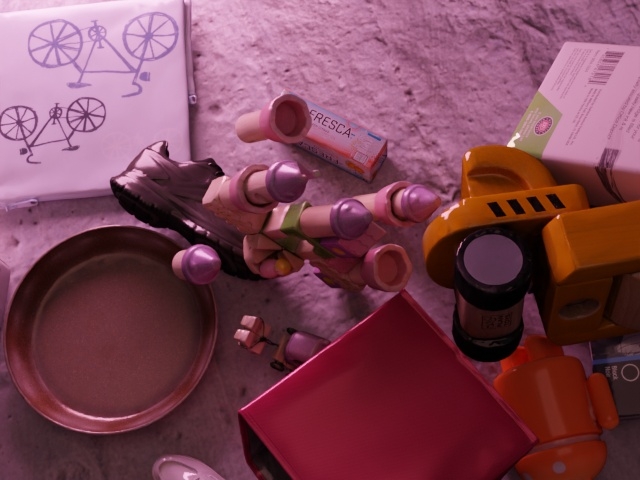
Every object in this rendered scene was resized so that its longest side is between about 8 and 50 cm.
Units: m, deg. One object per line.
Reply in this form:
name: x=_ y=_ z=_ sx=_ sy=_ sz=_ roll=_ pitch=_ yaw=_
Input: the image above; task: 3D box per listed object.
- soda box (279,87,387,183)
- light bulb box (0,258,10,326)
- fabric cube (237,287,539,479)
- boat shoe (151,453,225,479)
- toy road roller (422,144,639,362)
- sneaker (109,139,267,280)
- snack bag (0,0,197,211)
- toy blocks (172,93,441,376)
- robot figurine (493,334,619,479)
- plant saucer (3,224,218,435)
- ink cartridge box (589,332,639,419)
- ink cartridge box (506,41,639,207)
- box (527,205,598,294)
soda box: x=0.012 y=-0.159 z=1.615 sx=0.183 sy=0.063 sz=0.058 roll=29 pitch=74 yaw=12
light bulb box: x=-0.656 y=0.161 z=1.451 sx=0.357 sy=0.225 sz=0.361 roll=4 pitch=71 yaw=5
fabric cube: x=0.075 y=0.266 z=1.344 sx=0.258 sy=0.259 sz=0.254 roll=-37 pitch=71 yaw=-17
boat shoe: x=-0.153 y=0.347 z=1.439 sx=0.184 sy=0.063 sz=0.066 roll=36 pitch=76 yaw=14
toy road roller: x=0.296 y=-0.004 z=1.369 sx=0.329 sy=0.202 sz=0.241 roll=-8 pitch=58 yaw=1
sneaker: x=-0.163 y=-0.049 z=1.556 sx=0.286 sy=0.109 sz=0.130 roll=33 pitch=68 yaw=3
snack bag: x=-0.353 y=-0.219 z=1.671 sx=0.323 sy=0.037 sz=0.343 roll=-6 pitch=75 yaw=1
toy blocks: x=0.000 y=0.000 z=1.400 sx=0.288 sy=0.260 sz=0.309 roll=35 pitch=70 yaw=-27
robot figurine: x=0.307 y=0.237 z=1.418 sx=0.158 sy=0.128 sz=0.219 roll=-12 pitch=70 yaw=-1
plant saucer: x=-0.299 y=0.130 z=1.535 sx=0.310 sy=0.050 sz=0.311 roll=-1 pitch=69 yaw=2
ink cartridge box: x=0.533 y=0.145 z=1.427 sx=0.332 sy=0.065 sz=0.165 roll=-10 pitch=75 yaw=14
ink cartridge box: x=0.413 y=-0.145 z=1.388 sx=0.273 sy=0.115 sz=0.198 roll=16 pitch=67 yaw=45
box: x=0.385 y=-0.061 z=1.538 sx=0.261 sy=0.103 sz=0.184 roll=-21 pitch=67 yaw=-5
